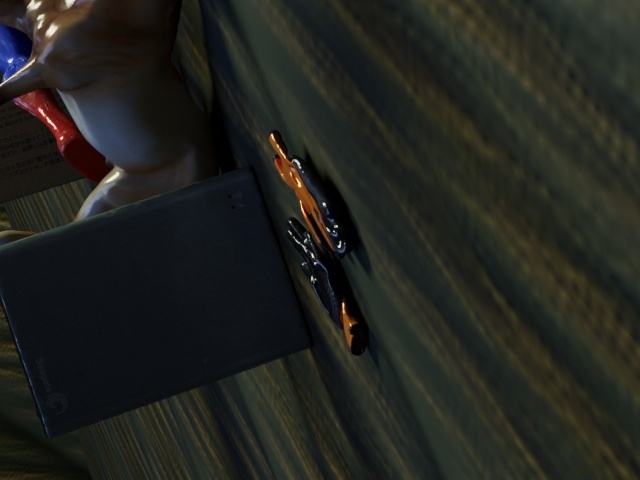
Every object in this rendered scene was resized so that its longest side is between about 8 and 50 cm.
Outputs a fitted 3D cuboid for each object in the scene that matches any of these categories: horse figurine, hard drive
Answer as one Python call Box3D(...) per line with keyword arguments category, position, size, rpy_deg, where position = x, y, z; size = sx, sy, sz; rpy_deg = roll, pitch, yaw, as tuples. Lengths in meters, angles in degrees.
Box3D(category="horse figurine", position=(-0.119, -0.055, 0.913), size=(0.066, 0.174, 0.263), rpy_deg=(-99, -10, -54))
Box3D(category="hard drive", position=(-0.083, 0.029, 0.864), size=(0.022, 0.135, 0.094), rpy_deg=(152, 99, -77))

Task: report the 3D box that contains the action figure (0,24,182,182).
Box3D(category="action figure", position=(-0.166, -0.127, 1.087), size=(0.280, 0.091, 0.139), rpy_deg=(43, -171, 37))

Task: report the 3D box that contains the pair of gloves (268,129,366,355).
Box3D(category="pair of gloves", position=(0.000, 0.000, 0.755), size=(0.083, 0.010, 0.074), rpy_deg=(80, 164, -44))

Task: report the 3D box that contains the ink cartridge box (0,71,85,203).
Box3D(category="ink cartridge box", position=(-0.274, -0.111, 1.266), size=(0.088, 0.235, 0.193), rpy_deg=(-171, 63, -75))
